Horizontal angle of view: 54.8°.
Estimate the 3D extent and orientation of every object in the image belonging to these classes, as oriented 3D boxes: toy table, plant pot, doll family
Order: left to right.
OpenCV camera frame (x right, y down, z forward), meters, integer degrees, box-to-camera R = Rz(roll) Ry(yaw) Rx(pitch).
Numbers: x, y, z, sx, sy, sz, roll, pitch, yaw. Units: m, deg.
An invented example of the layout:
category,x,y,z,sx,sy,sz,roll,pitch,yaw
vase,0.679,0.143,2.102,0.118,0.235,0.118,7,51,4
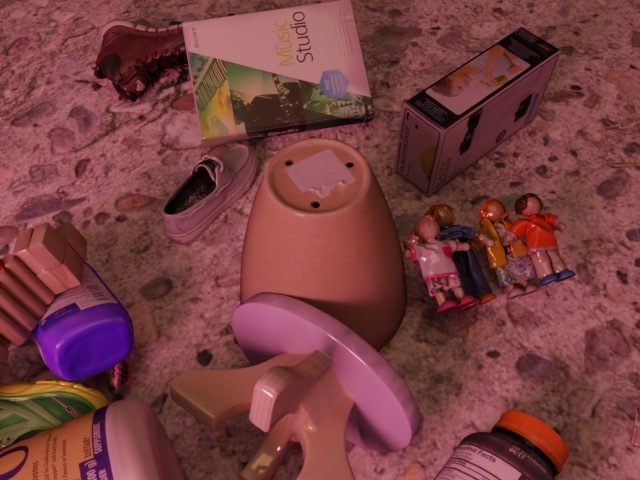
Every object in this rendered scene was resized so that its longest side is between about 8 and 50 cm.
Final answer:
category,x,y,z,sx,sy,sz,roll,pitch,yaw
toy table,-0.036,0.198,0.738,0.274,0.252,0.161,22,41,27
plant pot,0.000,0.000,0.839,0.257,0.274,0.256,-1,54,2
doll family,0.230,0.013,0.918,0.263,0.118,0.163,-12,73,-15

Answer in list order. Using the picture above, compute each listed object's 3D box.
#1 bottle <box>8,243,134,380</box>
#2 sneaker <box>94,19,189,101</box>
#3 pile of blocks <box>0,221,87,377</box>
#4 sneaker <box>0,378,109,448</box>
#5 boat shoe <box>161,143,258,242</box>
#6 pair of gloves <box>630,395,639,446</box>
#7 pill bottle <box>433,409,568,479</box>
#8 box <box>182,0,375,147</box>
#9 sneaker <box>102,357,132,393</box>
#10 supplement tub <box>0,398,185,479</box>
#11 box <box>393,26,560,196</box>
category,x,y,z,sx,sy,sz,roll,pitch,yaw
bottle,-0.370,0.081,0.877,0.118,0.092,0.283,-22,39,-32
sneaker,-0.314,-0.339,1.217,0.282,0.106,0.162,6,66,11
pile of blocks,-0.436,0.097,0.735,0.149,0.112,0.362,9,53,30
sneaker,-0.423,0.249,0.776,0.296,0.109,0.123,-6,50,-3
boat shoe,-0.181,-0.096,1.033,0.079,0.081,0.227,26,59,19
pair of gloves,0.466,0.305,0.744,0.204,0.042,0.240,24,59,18
pill bottle,0.183,0.311,0.696,0.130,0.130,0.246,34,62,24
box,-0.079,-0.311,1.144,0.322,0.058,0.232,-11,81,-4
sneaker,-0.302,0.169,0.873,0.057,0.047,0.119,-19,48,-4
supplement tub,-0.304,0.331,0.632,0.332,0.241,0.241,-20,56,-13
box,0.264,-0.219,1.054,0.290,0.169,0.087,-34,62,-22
